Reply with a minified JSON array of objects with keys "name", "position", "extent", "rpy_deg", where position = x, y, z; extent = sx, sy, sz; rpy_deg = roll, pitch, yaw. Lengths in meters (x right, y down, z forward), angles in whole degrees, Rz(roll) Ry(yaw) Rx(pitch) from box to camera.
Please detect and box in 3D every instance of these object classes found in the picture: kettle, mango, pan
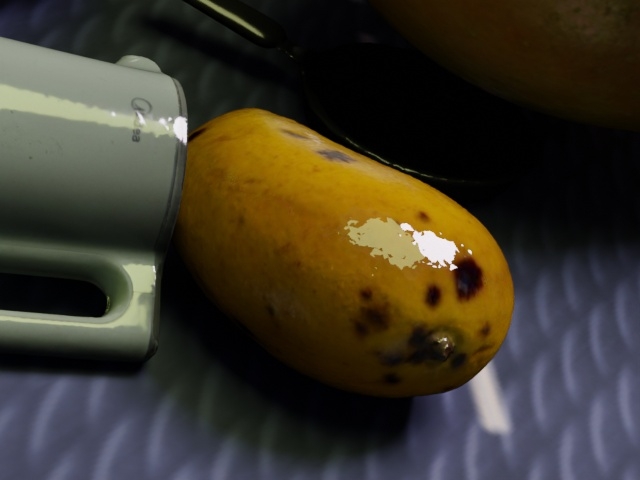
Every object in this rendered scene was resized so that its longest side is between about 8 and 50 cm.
[{"name":"kettle","position":[-0.132,-0.029,0.564],"extent":[0.148,0.098,0.127],"rpy_deg":[10,30,-21]},{"name":"mango","position":[-0.001,0.001,0.596],"extent":[0.178,0.090,0.115],"rpy_deg":[36,25,26]},{"name":"pan","position":[0.008,-0.088,0.774],"extent":[0.235,0.028,0.136],"rpy_deg":[29,34,5]}]

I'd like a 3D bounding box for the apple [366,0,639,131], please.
[{"name":"apple","position":[0.168,-0.252,0.739],"extent":[0.374,0.384,0.374],"rpy_deg":[16,9,-3]}]
